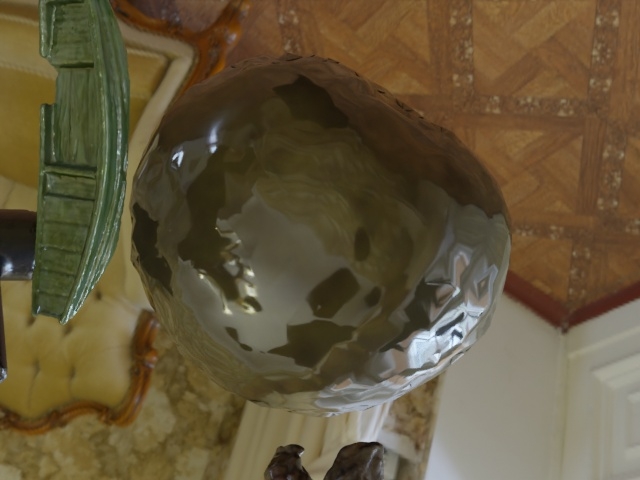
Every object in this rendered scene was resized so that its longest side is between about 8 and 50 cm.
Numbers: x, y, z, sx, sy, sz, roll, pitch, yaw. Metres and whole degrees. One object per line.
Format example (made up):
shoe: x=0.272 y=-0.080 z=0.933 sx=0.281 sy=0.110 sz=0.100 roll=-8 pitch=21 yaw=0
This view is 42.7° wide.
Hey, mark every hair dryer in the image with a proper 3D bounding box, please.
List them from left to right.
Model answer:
hair dryer: x=-0.390 y=0.057 z=0.908 sx=0.197 sy=0.251 sz=0.089 roll=3 pitch=130 yaw=-33

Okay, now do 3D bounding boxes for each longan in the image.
longan: x=-0.008 y=0.003 z=0.944 sx=0.436 sy=0.404 sz=0.404 roll=38 pitch=138 yaw=-6

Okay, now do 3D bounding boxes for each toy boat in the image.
toy boat: x=-0.211 y=-0.076 z=0.710 sx=0.093 sy=0.055 sz=0.293 roll=8 pitch=97 yaw=36

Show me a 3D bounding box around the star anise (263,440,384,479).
star anise: x=-0.006 y=0.242 z=0.673 sx=0.212 sy=0.197 sz=0.073 roll=-27 pitch=128 yaw=2
